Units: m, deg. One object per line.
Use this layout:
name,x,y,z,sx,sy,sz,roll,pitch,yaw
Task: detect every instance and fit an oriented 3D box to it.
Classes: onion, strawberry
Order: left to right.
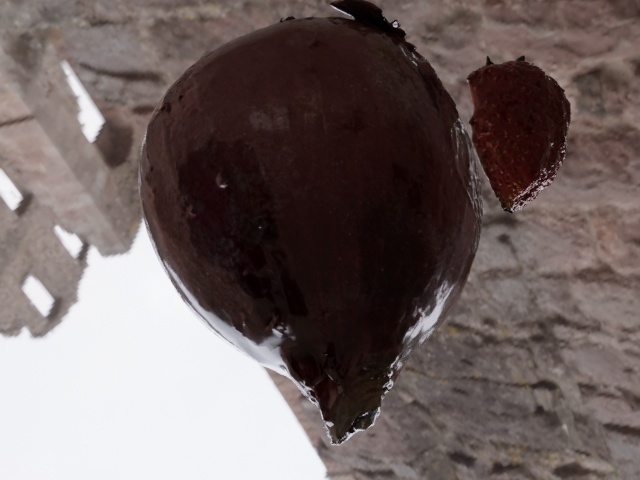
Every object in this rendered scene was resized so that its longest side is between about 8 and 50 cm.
onion,0.000,0.000,0.451,0.159,0.159,0.195,-20,-124,9
strawberry,0.210,-0.115,1.060,0.082,0.146,0.187,-27,-136,46
